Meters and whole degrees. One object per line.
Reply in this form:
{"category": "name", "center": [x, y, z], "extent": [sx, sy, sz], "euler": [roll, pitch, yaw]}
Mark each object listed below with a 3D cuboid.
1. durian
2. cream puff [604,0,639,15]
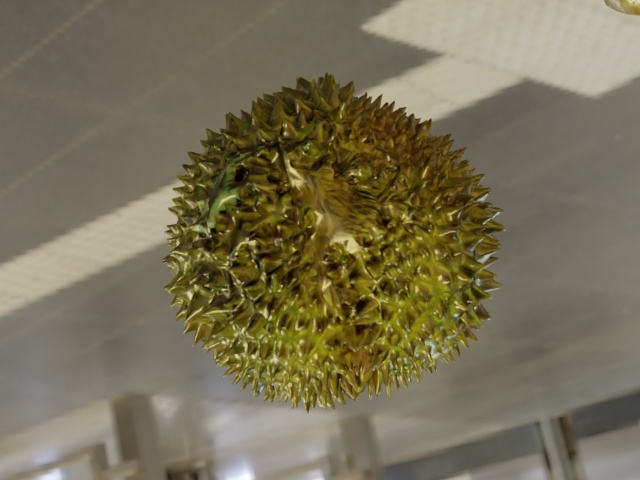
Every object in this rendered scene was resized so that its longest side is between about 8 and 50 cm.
{"category": "durian", "center": [-0.002, -0.002, 1.162], "extent": [0.291, 0.291, 0.224], "euler": [-24, 144, 33]}
{"category": "cream puff", "center": [0.234, -0.281, 1.075], "extent": [0.281, 0.282, 0.185], "euler": [4, 161, -42]}
